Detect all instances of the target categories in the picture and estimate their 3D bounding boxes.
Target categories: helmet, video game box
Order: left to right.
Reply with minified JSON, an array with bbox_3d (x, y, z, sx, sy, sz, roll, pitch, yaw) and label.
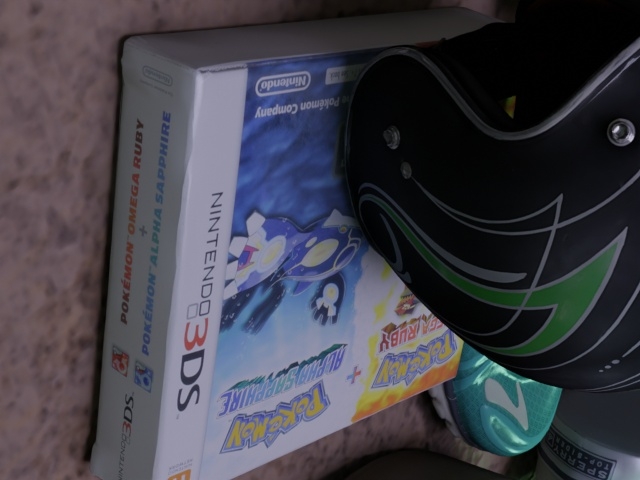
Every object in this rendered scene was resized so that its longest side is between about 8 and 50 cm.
[{"bbox_3d":[0.000,0.000,0.501,0.205,0.048,0.187,-16,126,-44],"label":"video game box"},{"bbox_3d":[0.107,-0.024,0.440,0.169,0.161,0.169,-26,128,-39],"label":"helmet"}]

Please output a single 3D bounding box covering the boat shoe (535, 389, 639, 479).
[{"bbox_3d":[0.287,0.183,0.887,0.367,0.136,0.156,-7,118,-45],"label":"boat shoe"}]

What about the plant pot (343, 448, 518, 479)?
[{"bbox_3d":[0.134,0.300,0.598,0.323,0.280,0.323,-21,117,-52],"label":"plant pot"}]

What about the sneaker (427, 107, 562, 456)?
[{"bbox_3d":[0.129,0.024,0.609,0.107,0.110,0.275,-28,142,-36],"label":"sneaker"}]
